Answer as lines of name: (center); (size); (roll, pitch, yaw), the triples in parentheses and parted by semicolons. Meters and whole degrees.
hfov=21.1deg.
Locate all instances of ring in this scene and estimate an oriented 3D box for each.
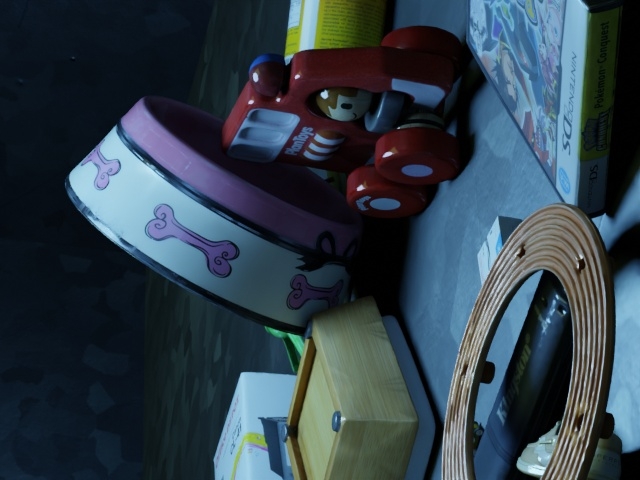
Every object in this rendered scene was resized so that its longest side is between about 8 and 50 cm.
ring: (0.181, 0.133, 1.478); (0.336, 0.032, 0.336); (-168, 90, -76)

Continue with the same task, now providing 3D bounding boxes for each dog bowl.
dog bowl: (-0.121, -0.044, 2.252); (0.150, 0.408, 0.408); (-59, 18, 11)

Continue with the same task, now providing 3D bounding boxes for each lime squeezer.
lime squeezer: (-0.039, 0.136, 2.517); (0.059, 0.110, 0.310); (-39, -1, -8)

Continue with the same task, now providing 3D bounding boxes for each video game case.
video game case: (0.193, -0.195, 1.544); (0.248, 0.035, 0.275); (85, 166, -46)

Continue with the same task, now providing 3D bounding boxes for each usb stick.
usb stick: (0.197, 0.140, 1.613); (0.077, 0.045, 0.278); (-100, 22, -55)

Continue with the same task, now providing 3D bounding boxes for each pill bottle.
pill bottle: (0.024, -0.308, 2.410); (0.136, 0.136, 0.245); (168, 109, -76)

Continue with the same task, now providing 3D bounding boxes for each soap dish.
soap dish: (0.039, 0.232, 2.088); (0.291, 0.118, 0.228); (-109, 29, -60)

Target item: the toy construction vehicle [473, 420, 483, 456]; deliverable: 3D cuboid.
toy construction vehicle: (0.149, 0.246, 1.784); (0.086, 0.035, 0.098); (-120, 39, -70)

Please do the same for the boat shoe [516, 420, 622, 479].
boat shoe: (0.219, 0.184, 1.476); (0.170, 0.063, 0.059); (171, 117, -75)

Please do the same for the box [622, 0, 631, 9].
box: (0.240, -0.381, 1.642); (0.257, 0.079, 0.322); (-149, 67, -74)

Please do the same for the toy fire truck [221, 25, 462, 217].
toy fire truck: (0.026, -0.150, 2.046); (0.302, 0.254, 0.169); (129, 146, -67)

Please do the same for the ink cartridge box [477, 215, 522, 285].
ink cartridge box: (0.184, 0.020, 1.770); (0.083, 0.028, 0.048); (111, 162, -47)

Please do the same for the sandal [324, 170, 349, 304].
sandal: (0.000, 0.001, 2.448); (0.120, 0.086, 0.302); (-176, 92, -80)

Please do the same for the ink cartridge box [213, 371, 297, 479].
ink cartridge box: (-0.070, 0.376, 2.462); (0.306, 0.131, 0.226); (-97, 19, -44)
